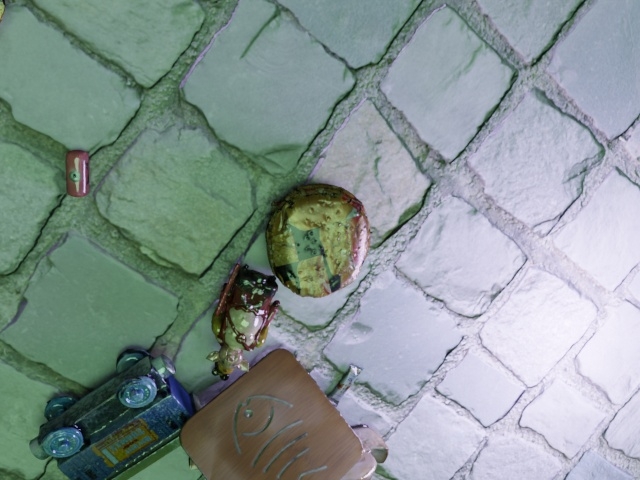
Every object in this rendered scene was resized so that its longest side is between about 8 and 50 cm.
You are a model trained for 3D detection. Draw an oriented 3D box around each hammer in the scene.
[{"bbox_3d":[-0.424,-0.116,1.133,0.043,0.043,0.083,2,109,-16],"label":"hammer"}]

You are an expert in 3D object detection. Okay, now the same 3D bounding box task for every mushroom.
[{"bbox_3d":[0.037,0.517,1.394,0.236,0.173,0.162,-4,114,-19],"label":"mushroom"}]

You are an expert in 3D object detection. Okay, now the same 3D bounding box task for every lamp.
[{"bbox_3d":[-0.161,0.175,1.264,0.118,0.118,0.253,20,101,-20],"label":"lamp"}]

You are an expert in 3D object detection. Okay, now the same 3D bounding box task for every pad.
[{"bbox_3d":[-0.090,0.392,1.264,0.286,0.018,0.284,-37,86,-30],"label":"pad"}]

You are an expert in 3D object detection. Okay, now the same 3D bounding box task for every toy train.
[{"bbox_3d":[-0.388,0.350,1.256,0.300,0.131,0.202,-32,120,-3],"label":"toy train"}]

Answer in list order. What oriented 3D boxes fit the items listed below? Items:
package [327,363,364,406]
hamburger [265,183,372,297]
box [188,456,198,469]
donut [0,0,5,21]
[{"bbox_3d":[0.052,0.316,1.420,0.037,0.015,0.110,30,99,-27],"label":"package"},{"bbox_3d":[0.000,0.000,1.258,0.231,0.107,0.230,-2,102,-10],"label":"hamburger"},{"bbox_3d":[-0.186,0.421,1.370,0.175,0.048,0.112,2,107,-16],"label":"box"},{"bbox_3d":[-0.558,-0.379,1.002,0.141,0.059,0.140,-4,108,-14],"label":"donut"}]
